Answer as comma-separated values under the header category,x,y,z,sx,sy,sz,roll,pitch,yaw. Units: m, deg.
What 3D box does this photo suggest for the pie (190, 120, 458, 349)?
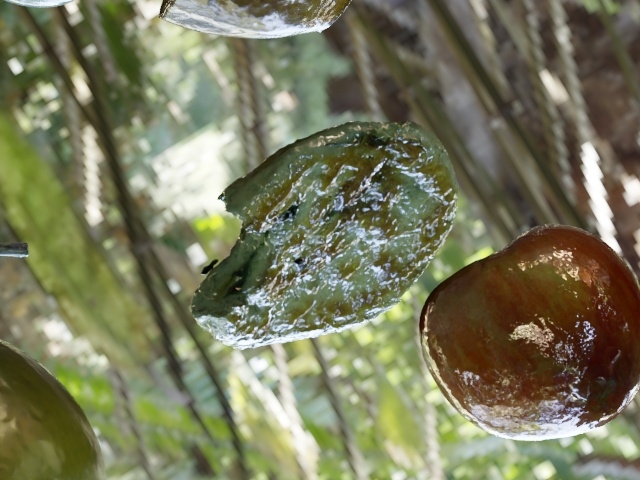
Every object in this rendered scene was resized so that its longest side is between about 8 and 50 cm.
category,x,y,z,sx,sy,sz,roll,pitch,yaw
pie,0.006,-0.001,1.745,0.302,0.067,0.302,-25,142,-21

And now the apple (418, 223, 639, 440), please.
category,x,y,z,sx,sy,sz,roll,pitch,yaw
apple,0.184,0.076,1.502,0.195,0.173,0.160,-30,-157,-23

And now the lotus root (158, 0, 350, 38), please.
category,x,y,z,sx,sy,sz,roll,pitch,yaw
lotus root,-0.062,-0.285,1.896,0.199,0.180,0.188,-26,-138,59

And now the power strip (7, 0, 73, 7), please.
category,x,y,z,sx,sy,sz,roll,pitch,yaw
power strip,-0.305,-0.349,2.036,0.253,0.168,0.054,-33,-179,-43

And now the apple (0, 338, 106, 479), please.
category,x,y,z,sx,sy,sz,roll,pitch,yaw
apple,-0.201,0.142,0.931,0.156,0.196,0.196,19,-152,16

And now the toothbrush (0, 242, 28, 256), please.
category,x,y,z,sx,sy,sz,roll,pitch,yaw
toothbrush,-0.423,0.012,1.935,0.219,0.019,0.016,-1,-177,-4
